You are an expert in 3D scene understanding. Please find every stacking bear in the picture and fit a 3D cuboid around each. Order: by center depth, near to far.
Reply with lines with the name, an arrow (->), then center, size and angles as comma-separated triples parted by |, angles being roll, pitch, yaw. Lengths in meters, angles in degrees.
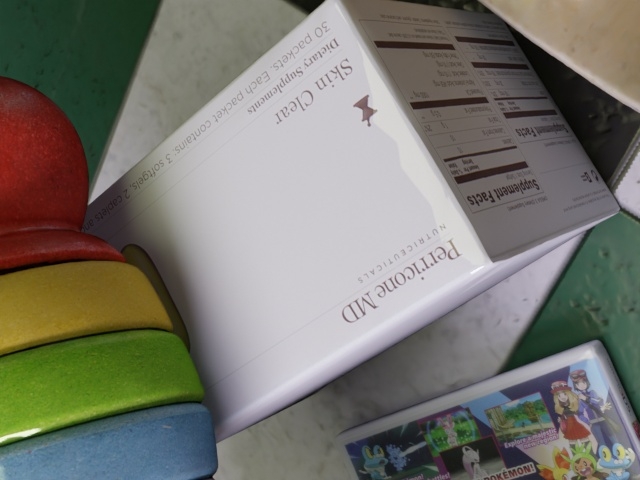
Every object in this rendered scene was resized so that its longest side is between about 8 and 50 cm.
stacking bear -> -0.142, 0.060, 0.493 | 0.164, 0.175, 0.289 | -26, 76, 35

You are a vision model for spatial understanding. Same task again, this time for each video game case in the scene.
video game case -> 0.123, 0.179, 0.662 | 0.201, 0.023, 0.183 | -26, 84, 33

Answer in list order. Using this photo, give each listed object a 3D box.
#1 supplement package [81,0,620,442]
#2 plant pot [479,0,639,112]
supplement package -> 0.000, 0.000, 0.602 | 0.262, 0.204, 0.145 | -36, 79, 31
plant pot -> 0.147, -0.243, 0.380 | 0.334, 0.334, 0.305 | 42, 99, 20
